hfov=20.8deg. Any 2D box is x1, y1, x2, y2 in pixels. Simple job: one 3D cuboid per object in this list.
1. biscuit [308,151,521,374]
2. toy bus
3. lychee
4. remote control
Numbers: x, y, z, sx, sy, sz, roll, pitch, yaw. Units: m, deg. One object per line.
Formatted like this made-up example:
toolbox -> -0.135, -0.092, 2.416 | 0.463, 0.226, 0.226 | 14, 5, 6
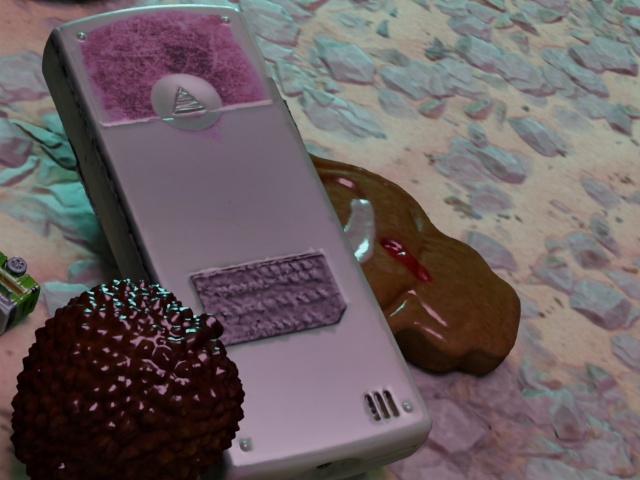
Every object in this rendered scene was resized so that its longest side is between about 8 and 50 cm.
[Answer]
biscuit -> 0.001, -0.002, 1.182 | 0.295, 0.044, 0.186 | 23, 40, -7
toy bus -> -0.206, 0.016, 1.035 | 0.083, 0.031, 0.037 | 37, 47, 11
lychee -> -0.106, 0.087, 0.941 | 0.123, 0.129, 0.123 | 31, -1, 1
remote control -> -0.059, -0.006, 1.086 | 0.145, 0.050, 0.344 | -9, 59, -26
